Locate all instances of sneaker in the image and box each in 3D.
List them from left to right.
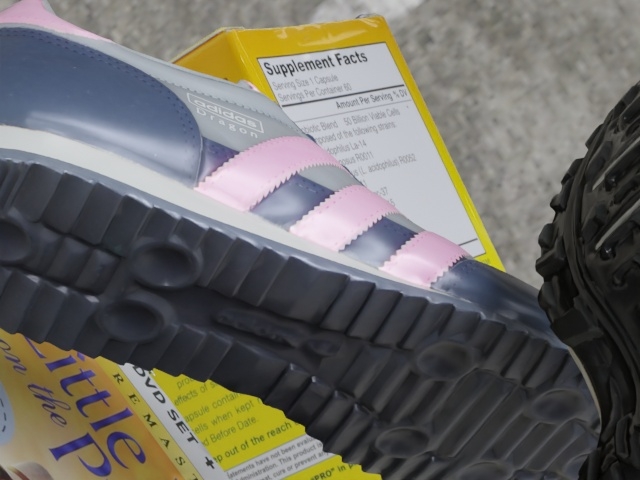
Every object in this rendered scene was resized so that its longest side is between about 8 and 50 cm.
[{"bbox_3d":[0.000,0.000,0.665,0.319,0.112,0.131,26,39,-24],"label":"sneaker"},{"bbox_3d":[0.136,0.033,0.523,0.108,0.100,0.271,24,43,-21],"label":"sneaker"}]

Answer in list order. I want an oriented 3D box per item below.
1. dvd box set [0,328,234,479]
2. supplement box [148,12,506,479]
[{"bbox_3d":[-0.143,0.145,0.621,0.307,0.062,0.420,52,20,10],"label":"dvd box set"},{"bbox_3d":[-0.002,0.055,1.110,0.194,0.195,0.356,-16,79,-57],"label":"supplement box"}]
